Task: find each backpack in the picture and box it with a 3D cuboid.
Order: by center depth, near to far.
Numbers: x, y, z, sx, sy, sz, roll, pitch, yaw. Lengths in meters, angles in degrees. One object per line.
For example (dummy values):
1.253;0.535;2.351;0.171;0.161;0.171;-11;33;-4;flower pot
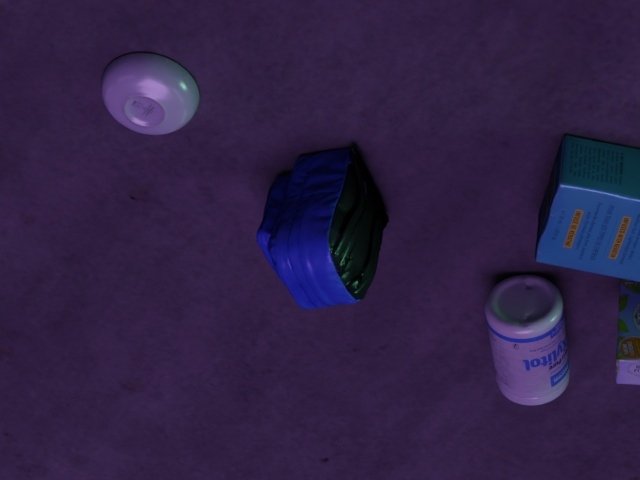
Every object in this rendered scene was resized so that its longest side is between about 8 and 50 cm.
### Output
0.000;0.000;1.577;0.101;0.120;0.098;-14;133;25;backpack

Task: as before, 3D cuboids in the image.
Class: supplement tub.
0.186;0.089;1.671;0.071;0.071;0.107;-1;137;14;supplement tub

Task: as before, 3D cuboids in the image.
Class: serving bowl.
-0.144;-0.116;1.551;0.083;0.027;0.083;7;137;6;serving bowl

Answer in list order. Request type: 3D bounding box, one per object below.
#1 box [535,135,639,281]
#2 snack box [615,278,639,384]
0.307;-0.011;1.544;0.244;0.060;0.100;11;138;1;box
0.327;0.078;1.606;0.141;0.100;0.037;3;137;10;snack box
